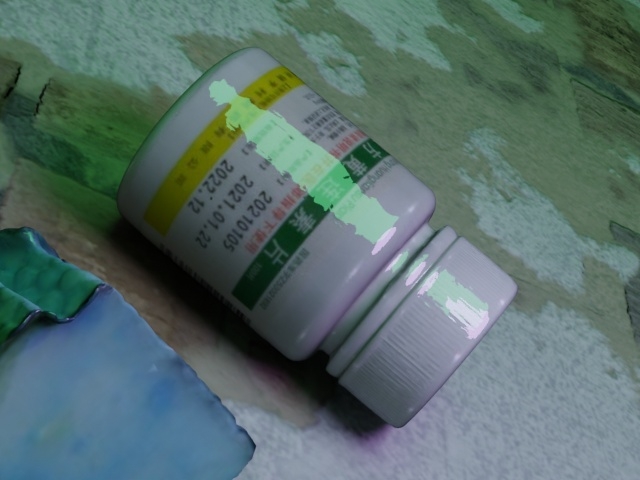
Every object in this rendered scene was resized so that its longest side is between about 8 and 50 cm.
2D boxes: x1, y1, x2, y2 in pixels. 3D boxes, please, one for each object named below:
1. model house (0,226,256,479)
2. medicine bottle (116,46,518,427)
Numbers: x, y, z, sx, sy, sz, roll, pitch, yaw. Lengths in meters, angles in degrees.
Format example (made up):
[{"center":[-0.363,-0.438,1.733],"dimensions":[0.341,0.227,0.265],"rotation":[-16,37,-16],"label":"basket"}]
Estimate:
[{"center":[-0.233,0.114,0.929],"dimensions":[0.241,0.226,0.261],"rotation":[31,-17,40],"label":"model house"},{"center":[0.000,0.000,1.263],"dimensions":[0.340,0.208,0.208],"rotation":[40,34,5],"label":"medicine bottle"}]
